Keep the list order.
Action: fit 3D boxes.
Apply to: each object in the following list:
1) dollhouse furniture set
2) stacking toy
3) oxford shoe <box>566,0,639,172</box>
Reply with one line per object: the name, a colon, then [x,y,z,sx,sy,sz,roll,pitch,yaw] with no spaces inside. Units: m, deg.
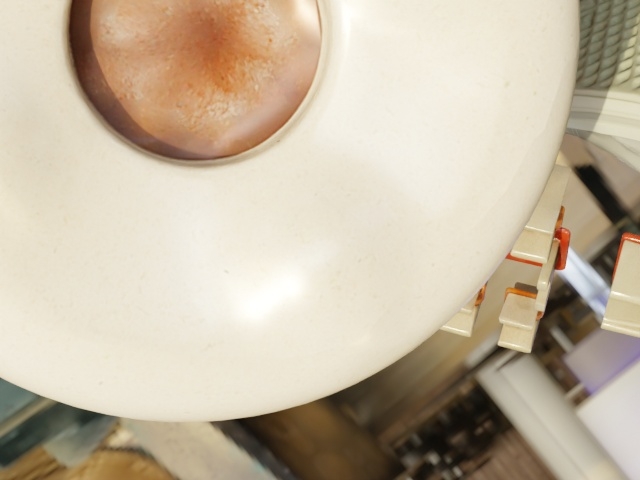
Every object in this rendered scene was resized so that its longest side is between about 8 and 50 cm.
dollhouse furniture set: [0.259,0.008,1.436,0.262,0.259,0.135,84,24,-56]
stacking toy: [-0.091,-0.119,0.743,0.351,0.350,0.480,-38,-166,-4]
oxford shoe: [0.229,-0.098,0.787,0.169,0.130,0.449,-44,-153,-1]
